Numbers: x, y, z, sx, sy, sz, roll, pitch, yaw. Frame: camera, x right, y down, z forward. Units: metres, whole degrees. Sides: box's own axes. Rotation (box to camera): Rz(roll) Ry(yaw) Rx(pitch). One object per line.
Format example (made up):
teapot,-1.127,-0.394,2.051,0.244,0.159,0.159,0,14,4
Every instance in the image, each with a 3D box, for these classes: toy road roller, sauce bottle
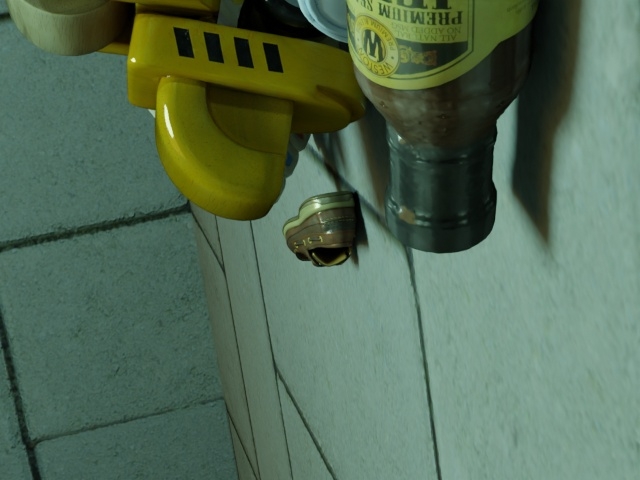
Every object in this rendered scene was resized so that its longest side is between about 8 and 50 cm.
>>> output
toy road roller,-0.121,-0.152,1.207,0.202,0.329,0.240,133,146,-79
sauce bottle,0.069,-0.143,0.774,0.111,0.111,0.344,-114,15,-50

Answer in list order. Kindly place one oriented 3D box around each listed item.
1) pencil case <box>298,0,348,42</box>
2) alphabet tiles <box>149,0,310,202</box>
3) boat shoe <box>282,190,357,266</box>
pencil case,0.008,-0.258,0.946,0.124,0.113,0.273,51,-164,-49
alphabet tiles,-0.106,-0.180,1.439,0.278,0.021,0.284,53,-150,-19
boat shoe,0.000,0.000,1.448,0.178,0.064,0.060,126,134,-73
